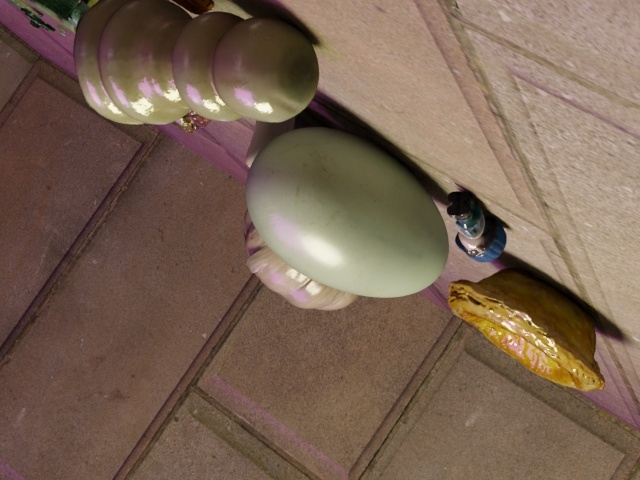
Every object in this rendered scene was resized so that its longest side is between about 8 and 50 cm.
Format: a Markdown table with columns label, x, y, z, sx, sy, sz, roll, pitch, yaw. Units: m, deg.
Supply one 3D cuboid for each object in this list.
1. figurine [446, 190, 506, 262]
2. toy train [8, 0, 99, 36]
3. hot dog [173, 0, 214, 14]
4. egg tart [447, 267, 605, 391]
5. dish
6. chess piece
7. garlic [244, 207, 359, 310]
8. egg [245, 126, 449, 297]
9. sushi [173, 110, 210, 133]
| label | x | y | z | sx | sy | sz | roll | pitch | yaw |
| --- | --- | --- | --- | --- | --- | --- | --- | --- | --- |
| figurine | 0.233 | -0.023 | 1.766 | 0.079 | 0.077 | 0.136 | -2 | 148 | 13 |
| toy train | -0.537 | -0.470 | 2.152 | 0.307 | 0.126 | 0.189 | 34 | 176 | 2 |
| hot dog | -0.191 | -0.340 | 1.581 | 0.122 | 0.037 | 0.049 | 30 | 167 | -27 |
| egg tart | 0.373 | 0.140 | 2.074 | 0.319 | 0.128 | 0.319 | 33 | 174 | 4 |
| dish | -0.016 | -0.138 | 1.971 | 0.077 | 0.151 | 0.212 | -27 | 129 | 36 |
| chess piece | -0.146 | -0.225 | 1.520 | 0.330 | 0.182 | 0.182 | 10 | 161 | 40 |
| garlic | -0.010 | 0.008 | 2.554 | 0.322 | 0.322 | 0.241 | 36 | 157 | -28 |
| egg | 0.048 | -0.036 | 1.842 | 0.371 | 0.230 | 0.230 | 29 | 179 | -33 |
| sushi | -0.291 | -0.297 | 2.419 | 0.161 | 0.107 | 0.241 | 39 | 175 | -16 |
